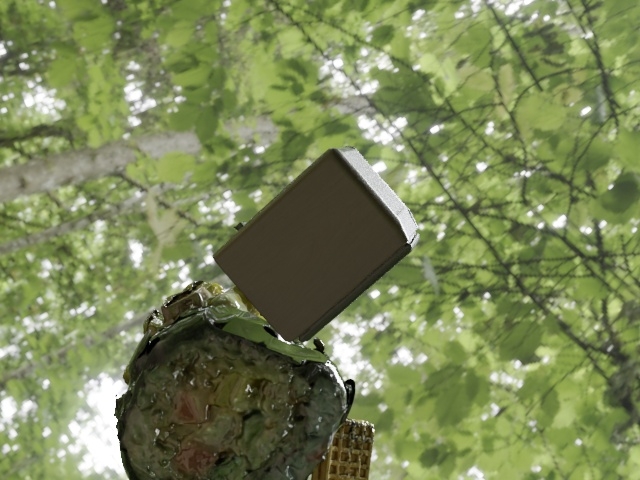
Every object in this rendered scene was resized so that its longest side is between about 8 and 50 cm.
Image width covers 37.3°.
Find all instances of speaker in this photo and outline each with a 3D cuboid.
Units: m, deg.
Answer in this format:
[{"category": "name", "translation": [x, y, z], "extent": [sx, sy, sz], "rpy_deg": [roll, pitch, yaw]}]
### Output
[{"category": "speaker", "translation": [0.000, 0.000, 1.334], "extent": [0.231, 0.153, 0.192], "rpy_deg": [-41, -93, 13]}]

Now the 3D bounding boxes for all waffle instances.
[{"category": "waffle", "translation": [0.037, 0.371, 1.588], "extent": [0.042, 0.102, 0.148], "rpy_deg": [-10, -111, 56]}]

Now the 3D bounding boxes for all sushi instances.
[{"category": "sushi", "translation": [-0.159, 0.245, 1.492], "extent": [0.329, 0.327, 0.285], "rpy_deg": [-67, -159, 7]}]
